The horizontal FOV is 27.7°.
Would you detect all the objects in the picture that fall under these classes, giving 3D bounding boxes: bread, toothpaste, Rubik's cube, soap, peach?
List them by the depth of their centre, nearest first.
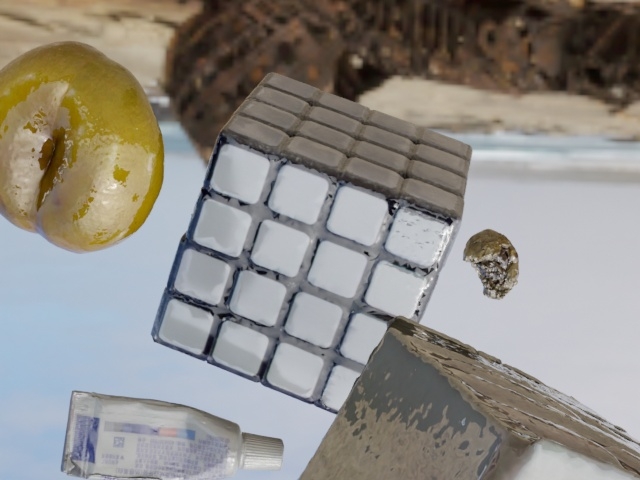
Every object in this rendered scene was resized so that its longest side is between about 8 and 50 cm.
[{"bbox_3d":[0.161,0.235,1.061,0.350,0.213,0.435,25,-177,-17],"label":"soap"},{"bbox_3d":[-0.295,-0.111,1.529,0.251,0.251,0.153,3,-156,29],"label":"peach"},{"bbox_3d":[-0.187,0.264,1.668,0.282,0.099,0.068,7,153,-8],"label":"toothpaste"},{"bbox_3d":[0.000,0.000,1.839,0.343,0.337,0.344,20,-159,2],"label":"Rubik's cube"},{"bbox_3d":[0.267,0.030,1.977,0.060,0.082,0.113,-1,140,41],"label":"bread"}]
